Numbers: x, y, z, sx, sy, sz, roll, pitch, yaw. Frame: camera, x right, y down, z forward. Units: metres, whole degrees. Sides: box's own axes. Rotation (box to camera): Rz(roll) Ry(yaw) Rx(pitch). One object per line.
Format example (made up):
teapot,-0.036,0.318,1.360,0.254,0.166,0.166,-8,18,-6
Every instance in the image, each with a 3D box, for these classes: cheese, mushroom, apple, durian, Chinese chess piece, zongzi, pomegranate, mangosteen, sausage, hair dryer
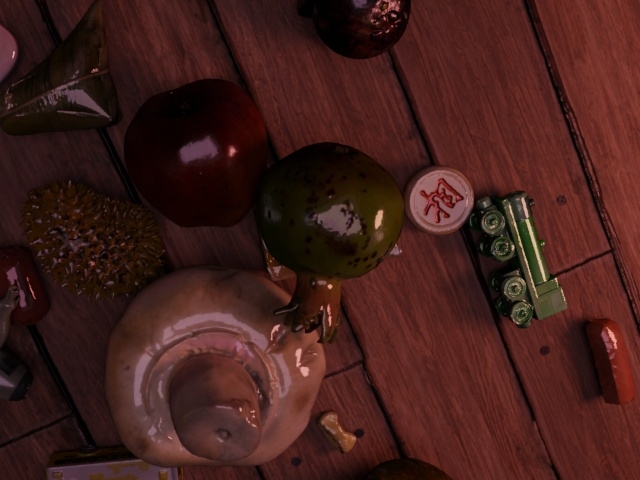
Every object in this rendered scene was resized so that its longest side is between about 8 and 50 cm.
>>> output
cheese,0.030,0.344,1.474,0.044,0.030,0.083,-40,98,-20
mushroom,-0.176,0.233,1.307,0.353,0.353,0.325,41,124,-12
apple,-0.192,-0.133,1.276,0.234,0.234,0.234,-1,100,-7
durian,-0.368,0.009,1.320,0.249,0.138,0.183,20,88,-16
Chinese chess piece,0.203,-0.070,1.411,0.122,0.051,0.122,-1,101,-7
zongzi,-0.428,-0.271,1.280,0.205,0.094,0.204,-7,97,-5
pomegranate,-0.011,-0.011,1.238,0.231,0.231,0.286,31,96,-11
mangosteen,0.053,-0.374,1.298,0.172,0.184,0.172,-31,134,-39
sausage,-0.495,0.075,1.342,0.076,0.076,0.141,-16,101,-4
sausage,0.528,0.212,1.497,0.065,0.065,0.169,-18,101,-3
hair dryer,-0.578,0.150,1.323,0.219,0.088,0.225,10,120,7

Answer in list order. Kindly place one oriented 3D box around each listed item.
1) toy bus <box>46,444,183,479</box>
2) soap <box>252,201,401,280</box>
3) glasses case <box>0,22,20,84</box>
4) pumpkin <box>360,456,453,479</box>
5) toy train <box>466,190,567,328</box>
toy bus,-0.354,0.396,1.413,0.226,0.074,0.081,-3,100,-6
soap,0.009,-0.020,1.385,0.233,0.076,0.135,-11,101,-6
glasses case,-0.599,-0.352,1.253,0.297,0.075,0.113,41,92,-12
pumpkin,0.140,0.500,1.442,0.260,0.189,0.260,-11,110,-34
toy train,0.346,0.031,1.435,0.119,0.085,0.251,-21,104,-8
